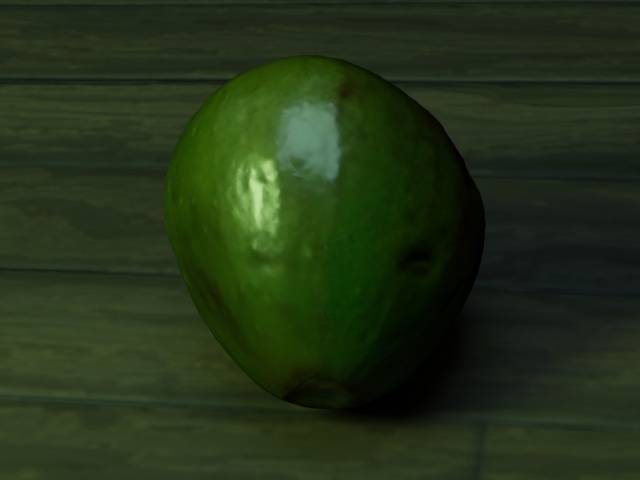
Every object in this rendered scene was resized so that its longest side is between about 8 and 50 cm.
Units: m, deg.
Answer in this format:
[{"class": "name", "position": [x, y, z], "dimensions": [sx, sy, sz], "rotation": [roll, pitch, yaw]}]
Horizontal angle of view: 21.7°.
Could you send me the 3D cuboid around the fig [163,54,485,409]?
[{"class": "fig", "position": [0.000, 0.000, 0.921], "dimensions": [0.181, 0.181, 0.191], "rotation": [-3, 57, 6]}]
